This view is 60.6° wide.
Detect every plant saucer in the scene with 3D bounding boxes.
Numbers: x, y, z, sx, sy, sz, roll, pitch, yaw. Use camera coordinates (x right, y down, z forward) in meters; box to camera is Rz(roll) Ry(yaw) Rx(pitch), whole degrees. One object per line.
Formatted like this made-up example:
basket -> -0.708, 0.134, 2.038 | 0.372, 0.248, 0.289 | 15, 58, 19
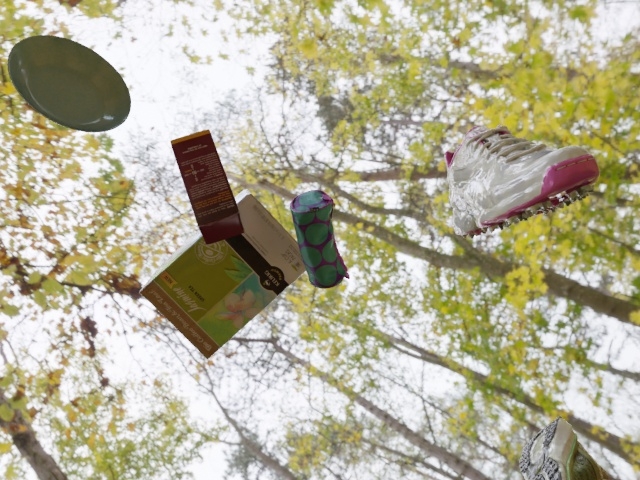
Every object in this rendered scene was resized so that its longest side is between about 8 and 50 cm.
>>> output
plant saucer -> -0.414, -0.250, 0.904 | 0.195, 0.037, 0.194 | 26, -134, -31

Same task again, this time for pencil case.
pencil case -> 0.000, 0.000, 0.867 | 0.064, 0.070, 0.151 | -86, -15, -59

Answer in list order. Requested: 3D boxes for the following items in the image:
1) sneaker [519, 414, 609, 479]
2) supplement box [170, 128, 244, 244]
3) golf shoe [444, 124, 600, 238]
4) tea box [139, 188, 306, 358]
sneaker -> 0.469, 0.485, 0.995 | 0.410, 0.182, 0.158 | -32, -28, -59
supplement box -> -0.216, -0.101, 1.049 | 0.081, 0.188, 0.104 | -19, -19, -9
golf shoe -> 0.217, -0.083, 0.669 | 0.115, 0.306, 0.140 | -18, -93, -6
tea box -> -0.221, 0.061, 1.322 | 0.323, 0.329, 0.220 | -44, -79, -3
